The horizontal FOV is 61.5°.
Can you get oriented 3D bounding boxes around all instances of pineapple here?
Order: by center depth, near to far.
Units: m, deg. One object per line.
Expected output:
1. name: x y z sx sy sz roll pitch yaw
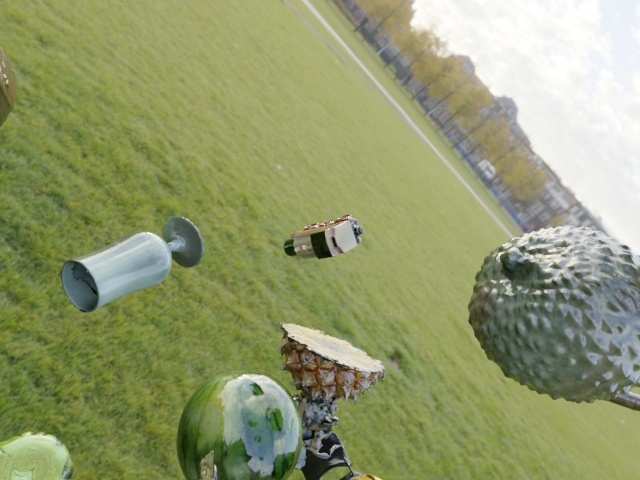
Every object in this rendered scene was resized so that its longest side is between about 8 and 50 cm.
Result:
1. pineapple: -0.024 0.350 1.176 0.263 0.271 0.262 24 1 -1

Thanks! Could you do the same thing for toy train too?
1. toy train: 0.000 0.000 0.845 0.087 0.138 0.050 -27 101 -45

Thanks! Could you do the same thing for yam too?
1. yam: 0.651 0.355 1.248 0.045 0.327 0.045 84 26 -50

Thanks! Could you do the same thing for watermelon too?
1. watermelon: -0.118 0.302 0.803 0.188 0.188 0.214 -4 86 -69

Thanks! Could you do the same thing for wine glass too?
1. wine glass: -0.313 0.037 0.913 0.103 0.103 0.231 52 36 5

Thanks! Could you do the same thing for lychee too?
1. lychee: 0.349 0.104 0.767 0.274 0.255 0.255 42 19 -24

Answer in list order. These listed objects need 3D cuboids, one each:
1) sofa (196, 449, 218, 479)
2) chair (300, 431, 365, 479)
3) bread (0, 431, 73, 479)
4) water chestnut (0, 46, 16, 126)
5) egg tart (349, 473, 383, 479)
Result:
1. sofa: -0.079 0.331 0.405 0.258 0.200 0.182 48 -6 -8
2. chair: 0.052 0.580 1.247 0.145 0.140 0.221 48 5 -45
3. bread: -0.453 0.354 0.810 0.130 0.071 0.139 51 53 0
4. water chestnut: -0.436 -0.195 0.567 0.224 0.238 0.223 21 -13 5
5. egg tart: 0.131 0.477 0.790 0.295 0.116 0.294 36 -24 19
